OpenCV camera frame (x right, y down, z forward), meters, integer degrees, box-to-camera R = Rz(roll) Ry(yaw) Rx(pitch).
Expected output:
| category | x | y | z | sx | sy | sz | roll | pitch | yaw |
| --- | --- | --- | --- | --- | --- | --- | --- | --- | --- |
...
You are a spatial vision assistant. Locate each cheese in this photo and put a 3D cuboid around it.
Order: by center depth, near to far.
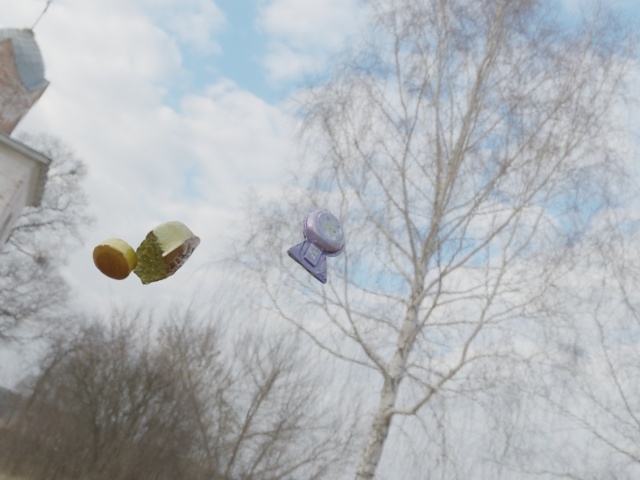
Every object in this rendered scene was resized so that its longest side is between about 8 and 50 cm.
| category | x | y | z | sx | sy | sz | roll | pitch | yaw |
| --- | --- | --- | --- | --- | --- | --- | --- | --- | --- |
| cheese | 0.000 | 0.000 | 1.184 | 0.105 | 0.191 | 0.042 | 41 | -53 | -13 |

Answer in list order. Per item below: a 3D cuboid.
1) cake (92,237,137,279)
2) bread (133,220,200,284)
| category | x | y | z | sx | sy | sz | roll | pitch | yaw |
| --- | --- | --- | --- | --- | --- | --- | --- | --- | --- |
| cake | -0.398 | 0.036 | 1.207 | 0.084 | 0.044 | 0.084 | 9 | -56 | 14 |
| bread | -0.308 | 0.020 | 1.270 | 0.086 | 0.125 | 0.156 | 49 | -45 | 4 |
